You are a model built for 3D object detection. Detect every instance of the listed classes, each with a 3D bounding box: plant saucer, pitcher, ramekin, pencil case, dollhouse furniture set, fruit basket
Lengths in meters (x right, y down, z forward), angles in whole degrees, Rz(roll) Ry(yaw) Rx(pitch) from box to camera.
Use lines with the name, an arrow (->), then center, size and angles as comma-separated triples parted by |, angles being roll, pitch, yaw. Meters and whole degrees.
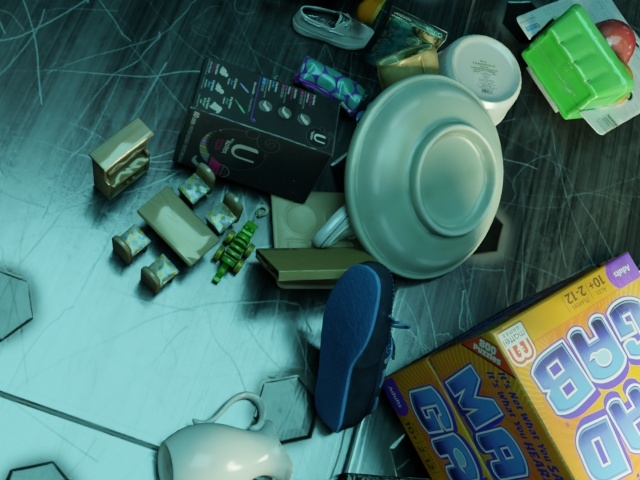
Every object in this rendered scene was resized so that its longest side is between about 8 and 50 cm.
plant saucer -> 0.231, -0.117, 1.577 | 0.400, 0.100, 0.400 | -5, 99, -33
pitcher -> -0.170, 0.345, 1.395 | 0.207, 0.125, 0.178 | -2, 52, -30
ramekin -> 0.336, -0.347, 1.791 | 0.207, 0.109, 0.207 | 6, 70, -17
pencil case -> 0.020, -0.317, 1.701 | 0.151, 0.064, 0.070 | 29, 49, -6
dollhouse furniture set -> -0.284, -0.070, 1.454 | 0.242, 0.161, 0.212 | 46, 69, 3
fruit basket -> 0.641, -0.423, 1.917 | 0.353, 0.165, 0.327 | -28, 83, -40

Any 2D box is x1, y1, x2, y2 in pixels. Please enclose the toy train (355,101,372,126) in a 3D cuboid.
toy train -> 0.157, -0.262, 1.721 | 0.184, 0.080, 0.105 | -41, 94, -25

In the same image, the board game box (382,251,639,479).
board game box -> 0.397, 0.290, 1.436 | 0.356, 0.356, 0.356 | -23, 80, -32

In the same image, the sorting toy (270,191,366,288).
sorting toy -> 0.000, 0.000, 1.606 | 0.193, 0.038, 0.208 | 1, 67, -18

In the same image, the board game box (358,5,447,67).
board game box -> 0.168, -0.403, 1.711 | 0.126, 0.186, 0.026 | 22, 69, -9

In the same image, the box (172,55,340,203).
box -> -0.119, -0.204, 1.548 | 0.270, 0.165, 0.143 | 17, 54, -12

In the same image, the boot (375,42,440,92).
boot -> 0.242, -0.266, 1.668 | 0.236, 0.089, 0.269 | -28, 117, -25

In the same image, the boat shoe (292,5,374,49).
boat shoe -> 0.035, -0.459, 1.754 | 0.184, 0.063, 0.066 | 16, 68, -12

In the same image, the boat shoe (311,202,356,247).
boat shoe -> 0.081, -0.044, 1.581 | 0.076, 0.083, 0.226 | 47, 61, 6

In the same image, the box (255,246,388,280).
box -> -0.001, 0.040, 1.484 | 0.201, 0.164, 0.021 | 0, 103, -18

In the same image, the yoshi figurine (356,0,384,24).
yoshi figurine -> -0.029, -0.577, 1.724 | 0.362, 0.203, 0.203 | 28, 86, -6

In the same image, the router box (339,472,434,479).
router box -> 0.120, 0.488, 1.470 | 0.179, 0.046, 0.133 | 9, 69, -16

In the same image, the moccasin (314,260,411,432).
moccasin -> 0.070, 0.178, 1.449 | 0.117, 0.342, 0.138 | -10, 39, -35

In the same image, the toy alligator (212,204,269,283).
toy alligator -> -0.146, -0.003, 1.546 | 0.056, 0.051, 0.190 | 34, 65, -5
